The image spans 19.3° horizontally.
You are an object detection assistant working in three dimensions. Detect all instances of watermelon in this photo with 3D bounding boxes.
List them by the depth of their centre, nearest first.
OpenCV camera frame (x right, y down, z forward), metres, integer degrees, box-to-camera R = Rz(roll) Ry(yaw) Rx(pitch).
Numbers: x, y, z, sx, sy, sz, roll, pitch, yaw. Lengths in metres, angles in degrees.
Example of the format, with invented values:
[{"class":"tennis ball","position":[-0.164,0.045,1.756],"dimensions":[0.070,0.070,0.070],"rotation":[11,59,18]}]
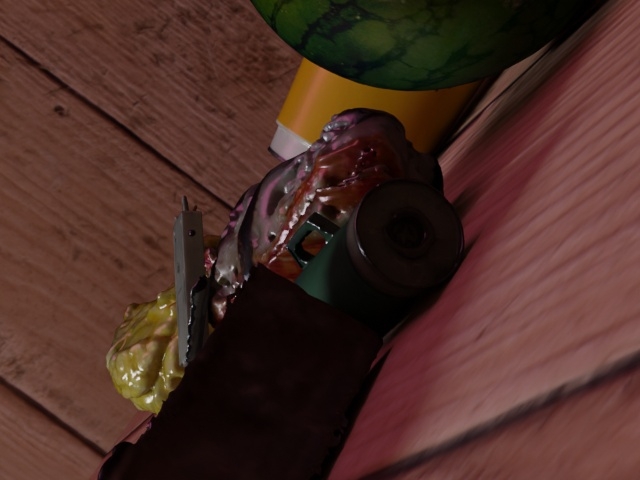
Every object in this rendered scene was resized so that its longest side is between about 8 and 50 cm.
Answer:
[{"class":"watermelon","position":[0.086,-0.289,1.472],"dimensions":[0.363,0.363,0.363],"rotation":[-53,4,5]}]

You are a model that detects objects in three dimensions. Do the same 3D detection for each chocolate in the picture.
[{"class":"chocolate","position":[-0.069,0.148,1.097],"dimensions":[0.112,0.112,0.321],"rotation":[-59,0,35]}]

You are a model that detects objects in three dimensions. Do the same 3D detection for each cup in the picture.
[{"class":"cup","position":[0.072,-0.174,1.745],"dimensions":[0.280,0.196,0.196],"rotation":[-60,3,6]}]

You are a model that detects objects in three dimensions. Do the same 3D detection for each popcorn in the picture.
[{"class":"popcorn","position":[-0.131,0.094,1.933],"dimensions":[0.195,0.173,0.168],"rotation":[-48,-8,8]}]

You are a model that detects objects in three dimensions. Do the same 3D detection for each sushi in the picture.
[{"class":"sushi","position":[0.000,0.000,1.422],"dimensions":[0.332,0.124,0.130],"rotation":[-44,25,54]}]

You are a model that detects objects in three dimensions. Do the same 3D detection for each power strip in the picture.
[{"class":"power strip","position":[-0.101,0.031,1.460],"dimensions":[0.051,0.019,0.136],"rotation":[125,143,-70]}]

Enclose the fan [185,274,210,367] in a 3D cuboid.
[{"class":"fan","position":[-0.105,0.173,1.269],"dimensions":[0.294,0.012,0.223],"rotation":[82,-151,-67]}]

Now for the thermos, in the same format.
[{"class":"thermos","position":[0.022,0.026,1.242],"dimensions":[0.188,0.083,0.073],"rotation":[131,153,-62]}]
